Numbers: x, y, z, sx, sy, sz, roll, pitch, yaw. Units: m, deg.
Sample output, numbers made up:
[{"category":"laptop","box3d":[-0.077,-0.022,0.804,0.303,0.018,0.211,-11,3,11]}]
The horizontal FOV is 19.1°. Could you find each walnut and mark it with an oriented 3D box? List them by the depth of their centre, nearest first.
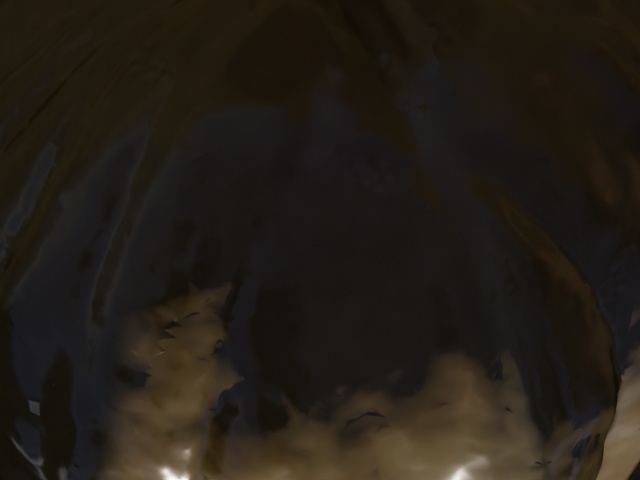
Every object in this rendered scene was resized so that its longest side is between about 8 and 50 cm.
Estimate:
[{"category":"walnut","box3d":[0.000,0.000,0.511,0.225,0.225,0.261,-17,150,-12]}]
